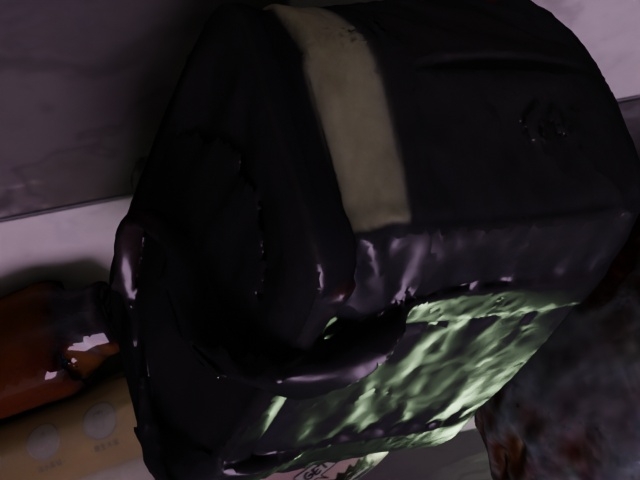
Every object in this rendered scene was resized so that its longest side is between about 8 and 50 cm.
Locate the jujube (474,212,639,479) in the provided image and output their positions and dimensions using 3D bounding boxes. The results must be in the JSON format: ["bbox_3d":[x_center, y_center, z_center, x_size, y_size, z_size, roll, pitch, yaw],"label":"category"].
[{"bbox_3d":[0.222,0.102,0.787,0.246,0.215,0.308,-23,149,14],"label":"jujube"}]

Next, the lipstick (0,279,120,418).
[{"bbox_3d":[-0.307,0.115,0.724,0.418,0.077,0.077,-21,151,10],"label":"lipstick"}]

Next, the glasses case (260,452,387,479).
[{"bbox_3d":[-0.080,0.194,0.966,0.314,0.075,0.122,-29,145,27],"label":"glasses case"}]

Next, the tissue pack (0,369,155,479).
[{"bbox_3d":[-0.141,0.135,0.770,0.222,0.090,0.186,-23,177,15],"label":"tissue pack"}]

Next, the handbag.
[{"bbox_3d":[0.000,0.000,0.549,0.181,0.181,0.254,-7,151,-28],"label":"handbag"}]
